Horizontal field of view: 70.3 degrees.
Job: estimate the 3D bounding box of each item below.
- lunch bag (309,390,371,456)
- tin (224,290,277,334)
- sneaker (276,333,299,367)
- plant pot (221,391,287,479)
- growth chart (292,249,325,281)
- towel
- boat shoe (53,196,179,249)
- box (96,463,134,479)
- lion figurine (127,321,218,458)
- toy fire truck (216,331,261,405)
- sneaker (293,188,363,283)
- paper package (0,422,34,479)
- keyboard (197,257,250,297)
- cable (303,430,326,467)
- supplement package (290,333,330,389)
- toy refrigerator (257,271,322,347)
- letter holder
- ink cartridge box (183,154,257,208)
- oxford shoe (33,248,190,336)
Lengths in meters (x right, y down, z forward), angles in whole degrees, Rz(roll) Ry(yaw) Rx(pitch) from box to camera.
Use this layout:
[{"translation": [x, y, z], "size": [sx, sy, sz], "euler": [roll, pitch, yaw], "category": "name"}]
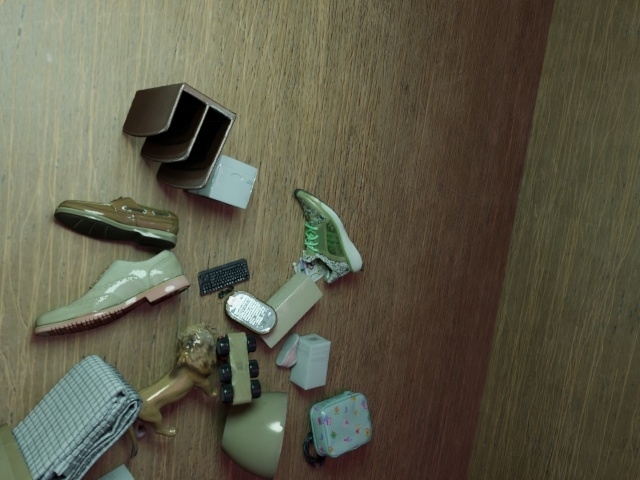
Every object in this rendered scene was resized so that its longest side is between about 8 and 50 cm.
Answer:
[{"translation": [0.088, 0.764, 1.914], "size": [0.279, 0.107, 0.224], "euler": [-2, 74, -44], "category": "lunch bag"}, {"translation": [-0.231, 0.241, 1.520], "size": [0.189, 0.040, 0.106], "euler": [32, 67, -5], "category": "tin"}, {"translation": [-0.110, 0.422, 1.730], "size": [0.070, 0.051, 0.134], "euler": [38, 78, -42], "category": "sneaker"}, {"translation": [-0.235, 0.655, 1.560], "size": [0.190, 0.284, 0.284], "euler": [11, 93, -7], "category": "plant pot"}, {"translation": [-0.013, 0.082, 1.753], "size": [0.237, 0.021, 0.172], "euler": [-37, 121, -30], "category": "growth chart"}, {"translation": [-0.619, 0.466, 1.171], "size": [0.284, 0.235, 0.121], "euler": [-51, 134, -20], "category": "towel"}, {"translation": [-0.535, -0.060, 1.217], "size": [0.307, 0.110, 0.105], "euler": [18, 60, -36], "category": "boat shoe"}, {"translation": [-0.595, 0.749, 1.346], "size": [0.087, 0.101, 0.101], "euler": [-22, 113, -38], "category": "box"}, {"translation": [-0.452, 0.443, 1.363], "size": [0.392, 0.142, 0.240], "euler": [-46, 141, -33], "category": "lion figurine"}, {"translation": [-0.277, 0.427, 1.506], "size": [0.158, 0.246, 0.217], "euler": [-1, 72, -27], "category": "toy fire truck"}, {"translation": [0.000, 0.000, 1.657], "size": [0.182, 0.158, 0.410], "euler": [-38, 113, -11], "category": "sneaker"}, {"translation": [-0.781, 0.639, 1.016], "size": [0.168, 0.309, 0.325], "euler": [2, 99, -46], "category": "paper package"}, {"translation": [-0.314, 0.133, 1.499], "size": [0.180, 0.023, 0.108], "euler": [-18, 112, -37], "category": "keyboard"}, {"translation": [-0.007, 0.873, 1.931], "size": [0.150, 0.047, 0.185], "euler": [-43, 124, -26], "category": "cable"}, {"translation": [-0.040, 0.468, 1.764], "size": [0.105, 0.105, 0.180], "euler": [1, 99, -42], "category": "supplement package"}, {"translation": [-0.129, 0.244, 1.632], "size": [0.269, 0.094, 0.102], "euler": [-45, 120, -19], "category": "toy refrigerator"}, {"translation": [-0.385, -0.257, 1.154], "size": [0.152, 0.301, 0.215], "euler": [25, 84, -42], "category": "letter holder"}, {"translation": [-0.296, -0.178, 1.335], "size": [0.128, 0.176, 0.128], "euler": [17, 89, -42], "category": "ink cartridge box"}, {"translation": [-0.567, 0.140, 1.234], "size": [0.396, 0.140, 0.147], "euler": [-21, 83, -31], "category": "oxford shoe"}]
